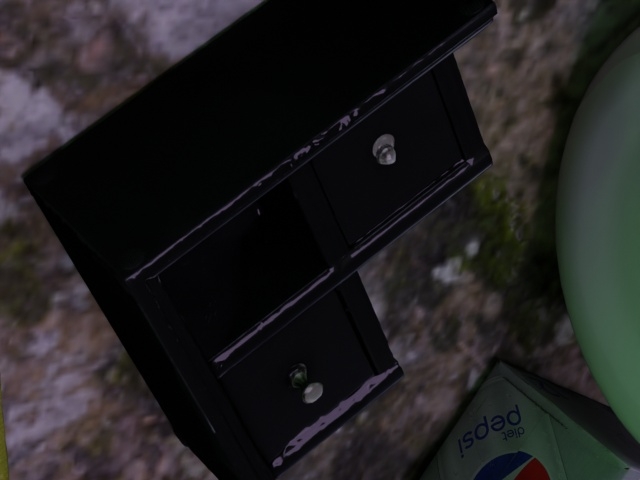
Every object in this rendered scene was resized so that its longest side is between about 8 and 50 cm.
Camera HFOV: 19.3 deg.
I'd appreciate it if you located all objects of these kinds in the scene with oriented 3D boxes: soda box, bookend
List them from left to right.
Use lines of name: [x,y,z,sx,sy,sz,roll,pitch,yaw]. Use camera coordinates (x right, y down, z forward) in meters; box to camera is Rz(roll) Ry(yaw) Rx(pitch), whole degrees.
bookend: [0.000,0.000,0.681,0.156,0.072,0.157,-37,137,-14]
soda box: [0.166,0.150,0.911,0.286,0.091,0.098,25,101,-47]

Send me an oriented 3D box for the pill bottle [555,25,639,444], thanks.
pill bottle: [0.298,-0.017,0.814,0.363,0.210,0.210,-10,125,-34]

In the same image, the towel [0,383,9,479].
towel: [-0.153,0.043,0.593,0.102,0.021,0.237,-14,116,-27]
